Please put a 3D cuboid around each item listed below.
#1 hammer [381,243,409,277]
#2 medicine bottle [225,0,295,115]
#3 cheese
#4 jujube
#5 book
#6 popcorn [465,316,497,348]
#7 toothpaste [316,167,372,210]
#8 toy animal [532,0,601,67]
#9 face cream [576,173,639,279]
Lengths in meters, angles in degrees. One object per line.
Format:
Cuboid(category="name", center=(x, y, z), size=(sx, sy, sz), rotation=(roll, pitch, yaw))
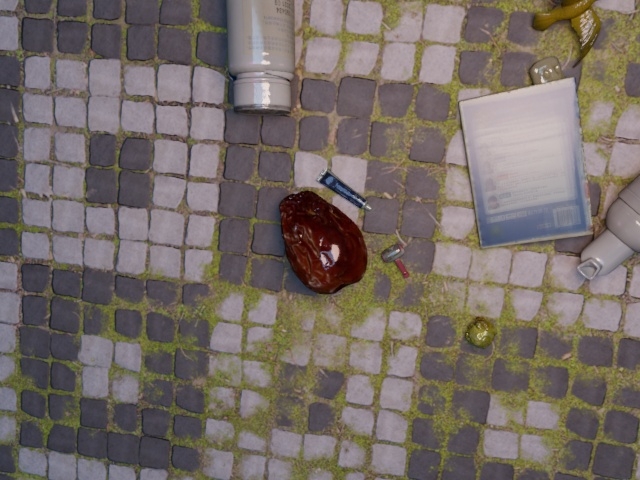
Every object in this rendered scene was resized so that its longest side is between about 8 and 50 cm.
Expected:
Cuboid(category="hammer", center=(0.175, 0.050, 1.114), size=(0.053, 0.031, 0.083), rotation=(-29, 104, 13))
Cuboid(category="medicine bottle", center=(-0.123, -0.395, 1.030), size=(0.144, 0.143, 0.257), rotation=(1, 97, 7))
Cuboid(category="cheese", center=(0.485, -0.279, 1.021), size=(0.065, 0.043, 0.193), rotation=(-18, 95, 12))
Cuboid(category="jujube", center=(0.000, 0.000, 1.073), size=(0.168, 0.168, 0.236), rotation=(-33, 76, 10))
Cuboid(category="book", center=(0.425, -0.153, 1.033), size=(0.229, 0.018, 0.322), rotation=(-8, 99, 17))
Cuboid(category="popcorn", center=(0.353, 0.209, 1.098), size=(0.060, 0.068, 0.083), rotation=(26, 140, 26))
Cuboid(category="toothpaste", center=(0.057, -0.109, 1.109), size=(0.140, 0.021, 0.037), rotation=(36, 93, 3))
Cuboid(category="toy animal", center=(0.495, -0.470, 0.962), size=(0.155, 0.095, 0.219), rotation=(-47, 128, 10))
Cuboid(category="face cream", center=(0.661, -0.066, 0.975), size=(0.145, 0.145, 0.369), rotation=(40, 116, 0))
